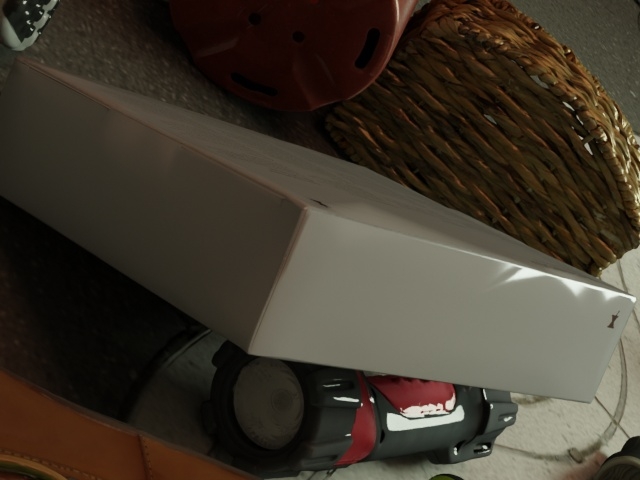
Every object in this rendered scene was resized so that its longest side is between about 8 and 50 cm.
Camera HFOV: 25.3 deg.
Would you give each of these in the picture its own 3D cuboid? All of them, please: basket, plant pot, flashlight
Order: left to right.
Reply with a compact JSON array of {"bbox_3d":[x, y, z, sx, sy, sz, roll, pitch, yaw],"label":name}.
[{"bbox_3d":[-0.010,-0.269,1.305,0.272,0.272,0.265,40,36,-17],"label":"plant pot"},{"bbox_3d":[0.043,0.109,1.034,0.103,0.103,0.304,46,23,25],"label":"flashlight"},{"bbox_3d":[0.188,-0.109,1.417,0.299,0.213,0.223,47,27,-6],"label":"basket"}]

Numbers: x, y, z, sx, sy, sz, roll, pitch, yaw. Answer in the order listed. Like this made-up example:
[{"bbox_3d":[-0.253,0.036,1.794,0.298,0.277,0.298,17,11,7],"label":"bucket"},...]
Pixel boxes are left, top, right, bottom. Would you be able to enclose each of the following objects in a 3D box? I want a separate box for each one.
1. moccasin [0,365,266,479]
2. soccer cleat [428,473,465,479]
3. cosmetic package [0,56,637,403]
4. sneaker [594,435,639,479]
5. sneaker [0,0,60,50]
[{"bbox_3d":[-0.108,0.161,0.687,0.380,0.139,0.147,37,30,-22],"label":"moccasin"},{"bbox_3d":[0.130,0.244,1.045,0.179,0.060,0.072,55,17,-2],"label":"soccer cleat"},{"bbox_3d":[0.000,0.000,0.974,0.284,0.097,0.377,26,7,41],"label":"cosmetic package"},{"bbox_3d":[0.350,0.272,1.306,0.222,0.083,0.118,52,26,8],"label":"sneaker"},{"bbox_3d":[-0.233,-0.236,1.078,0.118,0.110,0.292,31,23,-19],"label":"sneaker"}]
